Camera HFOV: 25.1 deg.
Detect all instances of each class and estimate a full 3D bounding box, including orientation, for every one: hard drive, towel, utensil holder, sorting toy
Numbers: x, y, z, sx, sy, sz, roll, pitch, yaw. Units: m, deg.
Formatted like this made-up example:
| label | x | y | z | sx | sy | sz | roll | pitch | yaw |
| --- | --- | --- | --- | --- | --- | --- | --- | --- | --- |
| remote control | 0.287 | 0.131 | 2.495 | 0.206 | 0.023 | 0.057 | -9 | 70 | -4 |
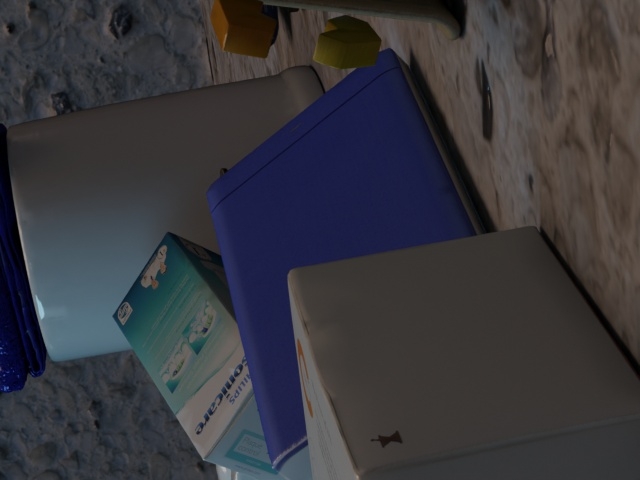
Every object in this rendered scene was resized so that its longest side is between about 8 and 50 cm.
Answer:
| label | x | y | z | sx | sy | sz | roll | pitch | yaw |
| --- | --- | --- | --- | --- | --- | --- | --- | --- | --- |
| hard drive | 0.020 | 0.008 | 1.125 | 0.040 | 0.210 | 0.319 | 39 | -159 | -38 |
| towel | -0.392 | 0.013 | 1.784 | 0.228 | 0.076 | 0.308 | -100 | 1 | -74 |
| utensil holder | -0.174 | -0.027 | 1.815 | 0.327 | 0.385 | 0.328 | 169 | 90 | -83 |
| sorting toy | -0.014 | -0.195 | 1.024 | 0.307 | 0.229 | 0.041 | -113 | 35 | -60 |

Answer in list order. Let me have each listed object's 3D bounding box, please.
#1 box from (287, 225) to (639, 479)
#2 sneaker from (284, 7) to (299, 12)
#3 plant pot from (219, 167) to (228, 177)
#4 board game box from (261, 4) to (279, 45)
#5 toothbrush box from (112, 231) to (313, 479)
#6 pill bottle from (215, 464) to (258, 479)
| label | x | y | z | sx | sy | sz | roll | pitch | yaw |
| --- | --- | --- | --- | --- | --- | --- | --- | --- | --- |
| box | 0.094 | 0.200 | 0.900 | 0.215 | 0.168 | 0.345 | -112 | 13 | -59 |
| sneaker | -0.082 | -0.360 | 1.789 | 0.051 | 0.089 | 0.170 | 129 | 130 | -81 |
| plant pot | 0.000 | 0.000 | 1.362 | 0.167 | 0.165 | 0.167 | 170 | 90 | -84 |
| board game box | -0.092 | -0.387 | 1.957 | 0.194 | 0.060 | 0.194 | -108 | 11 | -54 |
| toothbrush box | -0.065 | 0.139 | 1.554 | 0.126 | 0.216 | 0.295 | -57 | 38 | 9 |
| pill bottle | -0.055 | 0.285 | 2.053 | 0.361 | 0.204 | 0.204 | -129 | 29 | -77 |
